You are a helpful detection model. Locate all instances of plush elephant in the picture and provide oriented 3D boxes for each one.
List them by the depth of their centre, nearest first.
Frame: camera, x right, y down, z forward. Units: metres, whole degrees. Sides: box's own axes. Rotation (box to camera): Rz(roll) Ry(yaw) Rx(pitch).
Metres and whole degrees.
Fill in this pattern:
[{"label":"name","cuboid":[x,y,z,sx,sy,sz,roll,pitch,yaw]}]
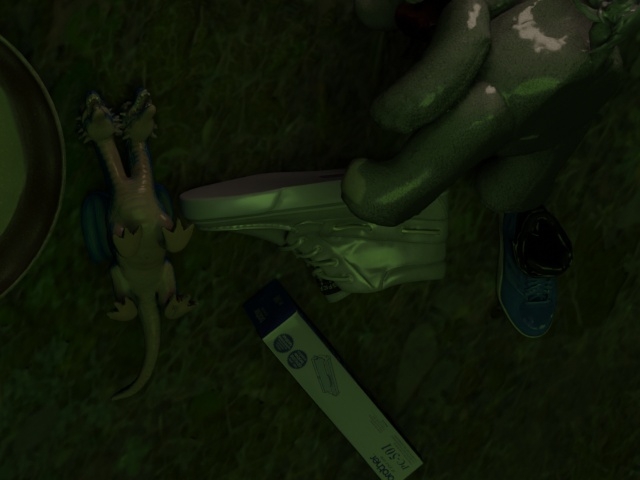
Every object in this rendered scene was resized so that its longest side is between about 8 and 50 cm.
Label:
[{"label":"plush elephant","cuboid":[0.128,-0.199,1.730,0.272,0.255,0.330,-11,149,-45]}]

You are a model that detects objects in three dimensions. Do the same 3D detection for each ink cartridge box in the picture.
[{"label":"ink cartridge box","cuboid":[0.012,0.137,1.880,0.046,0.097,0.207,-39,112,1]}]

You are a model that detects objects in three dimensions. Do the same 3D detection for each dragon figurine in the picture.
[{"label":"dragon figurine","cuboid":[-0.168,0.000,1.797,0.085,0.144,0.289,-10,129,-12]}]

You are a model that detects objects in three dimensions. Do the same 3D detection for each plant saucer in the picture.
[{"label":"plant saucer","cuboid":[-0.382,-0.067,1.743,0.311,0.050,0.310,-4,109,-12]}]

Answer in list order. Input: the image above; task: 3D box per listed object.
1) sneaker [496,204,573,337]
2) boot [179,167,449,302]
[{"label":"sneaker","cuboid":[0.207,0.033,1.901,0.058,0.084,0.152,-8,110,-11]},{"label":"boot","cuboid":[0.000,0.000,1.832,0.258,0.095,0.123,-6,102,-13]}]
